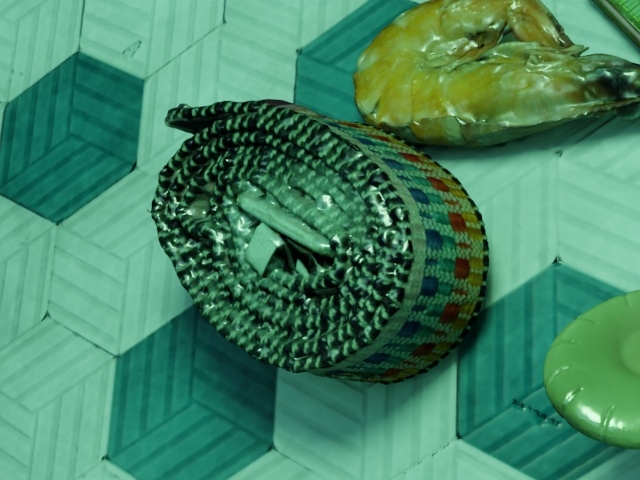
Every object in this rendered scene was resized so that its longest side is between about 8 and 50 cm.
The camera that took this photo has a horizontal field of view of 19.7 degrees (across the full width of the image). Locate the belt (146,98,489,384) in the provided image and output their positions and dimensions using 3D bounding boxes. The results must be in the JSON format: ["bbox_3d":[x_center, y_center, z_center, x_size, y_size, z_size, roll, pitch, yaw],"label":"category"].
[{"bbox_3d":[0.000,0.000,1.543,0.295,0.160,0.206,26,100,39],"label":"belt"}]

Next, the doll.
[{"bbox_3d":[0.315,0.086,1.249,0.268,0.216,0.284,-28,42,-26],"label":"doll"}]

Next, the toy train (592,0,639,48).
[{"bbox_3d":[0.279,-0.197,1.536,0.071,0.038,0.148,-41,52,8],"label":"toy train"}]

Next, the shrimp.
[{"bbox_3d":[0.166,-0.154,1.573,0.317,0.062,0.164,3,66,35],"label":"shrimp"}]
